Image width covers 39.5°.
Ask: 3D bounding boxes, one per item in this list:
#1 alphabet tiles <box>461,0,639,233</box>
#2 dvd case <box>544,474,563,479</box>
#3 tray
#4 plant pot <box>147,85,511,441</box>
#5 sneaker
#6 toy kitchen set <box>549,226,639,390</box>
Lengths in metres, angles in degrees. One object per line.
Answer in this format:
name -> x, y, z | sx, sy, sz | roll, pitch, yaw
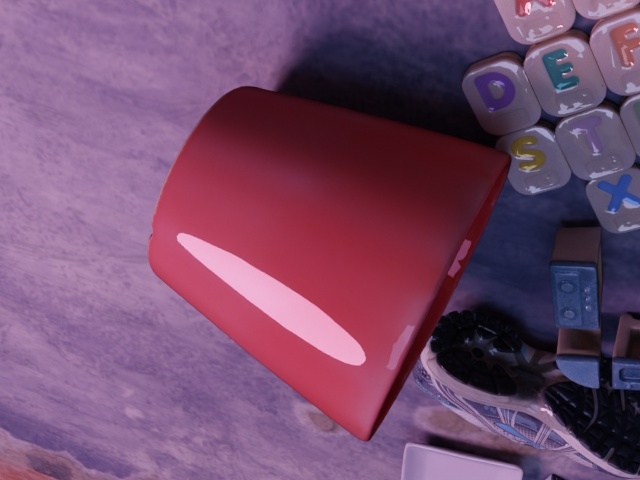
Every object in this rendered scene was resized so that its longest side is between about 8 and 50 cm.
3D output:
alphabet tiles -> 0.269, -0.126, 0.733 | 0.284, 0.021, 0.278 | -16, 121, 31
dvd case -> 0.313, 0.338, 1.101 | 0.119, 0.013, 0.087 | 29, 132, -3
tray -> 0.174, 0.352, 1.152 | 0.145, 0.030, 0.270 | 11, 131, 13
plant pot -> 0.000, 0.000, 0.791 | 0.243, 0.275, 0.275 | 27, 133, 11
sneaker -> 0.229, 0.170, 0.954 | 0.283, 0.110, 0.122 | 28, 150, 0
toy kitchen set -> 0.318, 0.083, 0.810 | 0.207, 0.122, 0.166 | 0, 132, 20
